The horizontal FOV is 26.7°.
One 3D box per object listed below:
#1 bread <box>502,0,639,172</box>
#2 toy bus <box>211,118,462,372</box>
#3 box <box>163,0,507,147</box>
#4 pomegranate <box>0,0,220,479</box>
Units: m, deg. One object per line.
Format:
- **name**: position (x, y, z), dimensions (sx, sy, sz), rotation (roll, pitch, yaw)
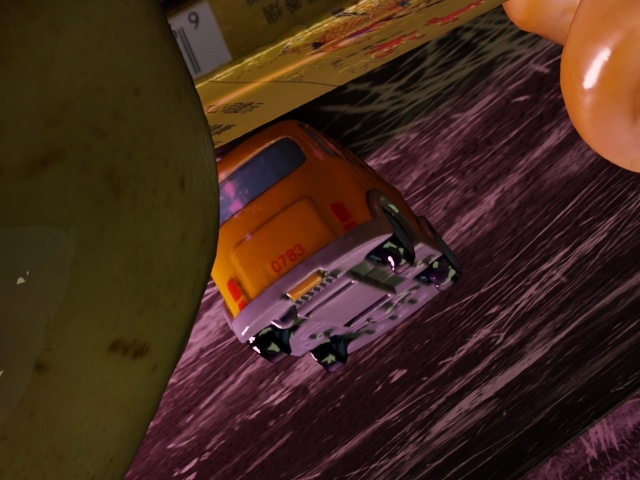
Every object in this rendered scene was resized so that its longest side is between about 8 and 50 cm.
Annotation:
- **bread**: position (0.251, -0.132, 0.826), dimensions (0.316, 0.270, 0.211), rotation (-19, 171, -47)
- **toy bus**: position (0.000, 0.000, 0.917), dimensions (0.126, 0.136, 0.209), rotation (-37, 160, 12)
- **box**: position (0.010, -0.112, 0.659), dimensions (0.311, 0.043, 0.173), rotation (-24, 176, 21)
- **pomegranate**: position (-0.180, -0.003, 0.430), dimensions (0.319, 0.319, 0.319), rotation (-28, 159, -12)
